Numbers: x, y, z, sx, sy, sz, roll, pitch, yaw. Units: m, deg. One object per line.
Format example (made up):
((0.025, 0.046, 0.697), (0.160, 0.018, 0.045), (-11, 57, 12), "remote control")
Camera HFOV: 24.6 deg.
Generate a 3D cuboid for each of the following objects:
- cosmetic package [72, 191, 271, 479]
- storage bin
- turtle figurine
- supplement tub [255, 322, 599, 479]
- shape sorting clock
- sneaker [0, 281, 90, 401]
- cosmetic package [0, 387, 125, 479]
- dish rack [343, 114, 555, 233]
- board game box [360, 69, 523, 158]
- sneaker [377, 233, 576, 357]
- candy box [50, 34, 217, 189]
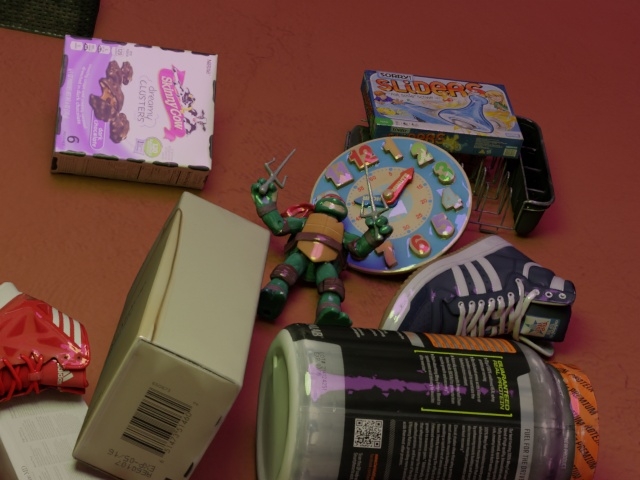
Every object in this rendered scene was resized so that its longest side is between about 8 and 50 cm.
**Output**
((-0.142, 0.097, 1.476), (0.113, 0.160, 0.309), (26, 24, -11), "cosmetic package")
((-0.405, -0.363, 2.102), (0.180, 0.084, 0.122), (10, 37, -8), "storage bin")
((0.000, 0.000, 1.747), (0.175, 0.118, 0.234), (5, 50, 11), "turtle figurine")
((0.104, 0.188, 1.471), (0.316, 0.194, 0.194), (6, 37, -13), "supplement tub")
((0.087, -0.047, 1.844), (0.206, 0.040, 0.206), (-6, 53, 9), "shape sorting clock")
((-0.292, 0.122, 1.399), (0.128, 0.087, 0.221), (19, 36, 7), "sneaker")
((-0.284, 0.180, 1.450), (0.099, 0.060, 0.239), (-6, 41, -30), "cosmetic package")
((0.167, -0.102, 1.978), (0.271, 0.074, 0.208), (10, 36, -7), "dish rack")
((0.161, -0.170, 1.979), (0.201, 0.035, 0.136), (5, 38, -11), "board game box")
((0.193, 0.088, 1.716), (0.153, 0.099, 0.282), (32, 36, 24), "sneaker")
((-0.233, -0.161, 1.852), (0.196, 0.070, 0.165), (6, 69, -12), "candy box")
